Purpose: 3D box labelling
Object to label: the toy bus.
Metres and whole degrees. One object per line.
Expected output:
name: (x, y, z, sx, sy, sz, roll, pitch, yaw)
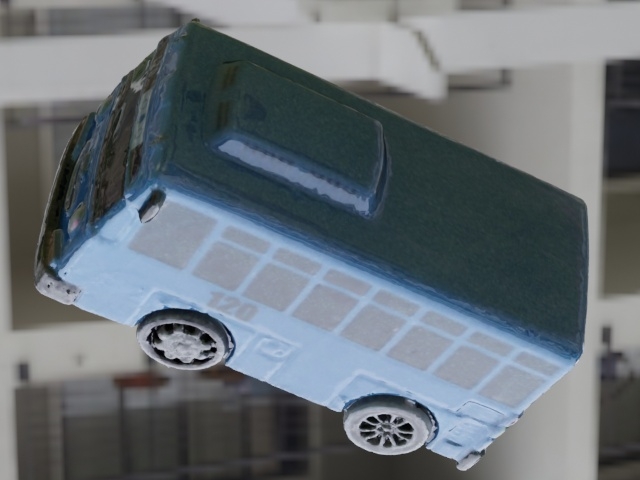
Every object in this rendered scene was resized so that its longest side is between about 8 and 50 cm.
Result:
toy bus: (0.000, 0.000, 0.908, 0.234, 0.133, 0.116, 24, -132, -18)
